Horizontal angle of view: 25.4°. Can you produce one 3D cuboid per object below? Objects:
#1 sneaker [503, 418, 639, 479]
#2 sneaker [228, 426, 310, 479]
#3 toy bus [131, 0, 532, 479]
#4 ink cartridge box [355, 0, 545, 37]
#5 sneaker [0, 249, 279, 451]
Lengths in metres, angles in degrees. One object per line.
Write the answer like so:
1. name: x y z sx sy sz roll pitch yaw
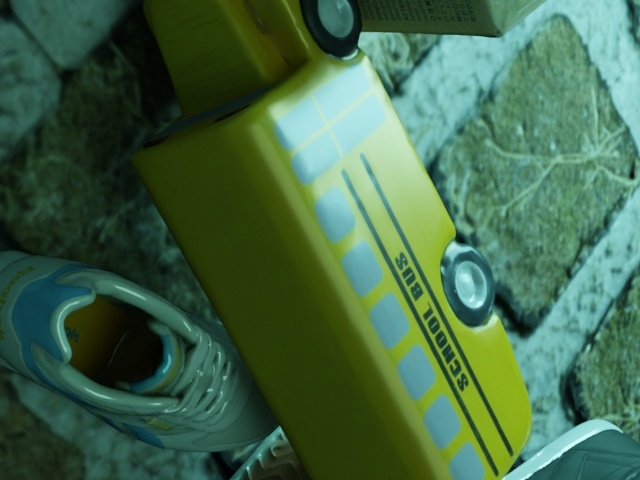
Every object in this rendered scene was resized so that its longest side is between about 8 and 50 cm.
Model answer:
1. sneaker: 0.183 0.245 1.064 0.296 0.147 0.104 -33 121 -30
2. sneaker: -0.040 0.226 0.891 0.302 0.108 0.121 -38 118 -30
3. toy bus: 0.000 0.000 0.816 0.130 0.108 0.332 -43 111 -44
4. ink cartridge box: 0.020 -0.235 0.784 0.088 0.193 0.234 -40 123 -30
5. sneaker: -0.094 0.076 0.822 0.229 0.092 0.087 26 81 -43
